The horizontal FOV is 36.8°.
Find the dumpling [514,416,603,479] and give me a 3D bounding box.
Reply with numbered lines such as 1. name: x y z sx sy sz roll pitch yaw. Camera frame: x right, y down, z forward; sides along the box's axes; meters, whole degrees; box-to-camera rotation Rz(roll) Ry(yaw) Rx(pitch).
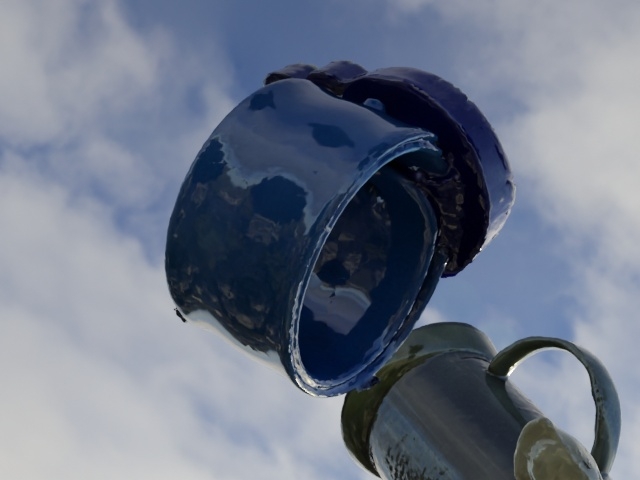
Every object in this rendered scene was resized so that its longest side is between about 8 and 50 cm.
1. dumpling: 0.173 0.172 0.712 0.059 0.043 0.077 -33 -61 28

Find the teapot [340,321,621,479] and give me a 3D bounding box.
1. teapot: 0.190 0.222 0.923 0.200 0.337 0.270 22 -75 -32

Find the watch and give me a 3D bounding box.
1. watch: 0.004 -0.004 0.586 0.171 0.200 0.196 17 -50 35
